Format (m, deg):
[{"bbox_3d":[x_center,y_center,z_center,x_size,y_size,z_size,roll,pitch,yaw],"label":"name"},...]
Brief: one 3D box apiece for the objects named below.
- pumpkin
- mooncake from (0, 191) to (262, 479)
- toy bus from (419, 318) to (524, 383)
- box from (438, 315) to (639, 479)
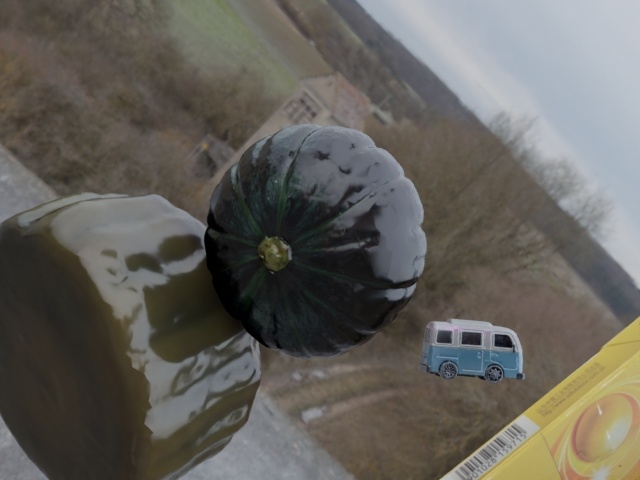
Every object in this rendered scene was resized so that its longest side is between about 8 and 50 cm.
[{"bbox_3d":[-0.005,0.001,0.699,0.150,0.194,0.194,-16,58,-40],"label":"pumpkin"},{"bbox_3d":[-0.196,0.095,0.804,0.161,0.290,0.290,-21,65,-46],"label":"mooncake"},{"bbox_3d":[0.190,0.137,1.056,0.123,0.074,0.060,5,-5,-3],"label":"toy bus"},{"bbox_3d":[0.245,0.199,0.803,0.043,0.269,0.152,38,-21,55],"label":"box"}]
